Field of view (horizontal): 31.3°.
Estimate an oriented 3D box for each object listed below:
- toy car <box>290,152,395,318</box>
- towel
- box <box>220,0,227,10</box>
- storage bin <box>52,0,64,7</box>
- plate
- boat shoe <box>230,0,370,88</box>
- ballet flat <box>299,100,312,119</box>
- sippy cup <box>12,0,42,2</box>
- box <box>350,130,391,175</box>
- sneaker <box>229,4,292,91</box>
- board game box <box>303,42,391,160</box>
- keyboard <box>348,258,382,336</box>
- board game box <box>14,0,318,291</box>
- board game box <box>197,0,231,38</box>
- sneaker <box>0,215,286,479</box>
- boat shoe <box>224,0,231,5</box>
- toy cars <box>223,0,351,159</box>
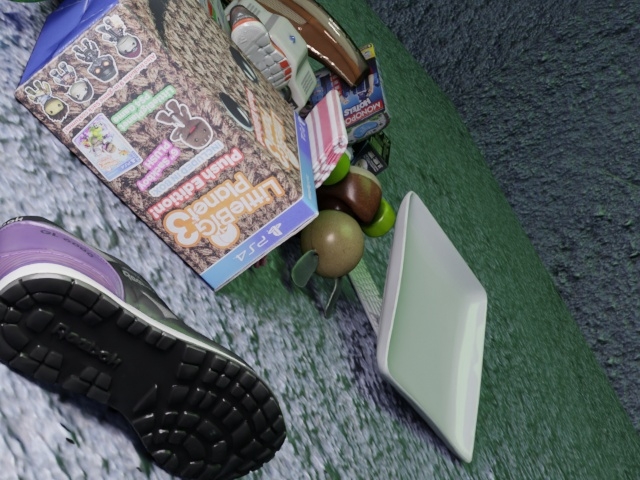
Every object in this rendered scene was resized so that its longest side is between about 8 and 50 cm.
[{"bbox_3d":[0.000,0.000,1.460,0.155,0.149,0.188,46,43,-43],"label":"toy car"},{"bbox_3d":[-0.029,-0.074,1.331,0.029,0.197,0.144,30,24,-20],"label":"towel"},{"bbox_3d":[-0.190,-0.381,1.830,0.162,0.029,0.116,42,19,-34],"label":"box"},{"bbox_3d":[-0.278,-0.334,1.341,0.135,0.091,0.098,60,16,18],"label":"storage bin"},{"bbox_3d":[0.146,0.119,1.531,0.277,0.045,0.278,49,42,-43],"label":"plate"},{"bbox_3d":[-0.062,-0.351,1.817,0.324,0.120,0.122,45,8,7],"label":"boat shoe"},{"bbox_3d":[-0.092,-0.265,1.770,0.221,0.079,0.077,45,6,-31],"label":"ballet flat"},{"bbox_3d":[-0.290,-0.412,1.144,0.224,0.240,0.305,29,34,-45],"label":"sippy cup"},{"bbox_3d":[0.052,-0.188,2.044,0.147,0.077,0.180,51,16,-12],"label":"box"},{"bbox_3d":[-0.082,-0.259,1.533,0.158,0.061,0.065,68,1,-58],"label":"sneaker"},{"bbox_3d":[0.029,-0.194,1.857,0.060,0.194,0.194,36,38,-49],"label":"board game box"},{"bbox_3d":[0.070,0.078,1.645,0.072,0.014,0.256,35,24,-52],"label":"keyboard"},{"bbox_3d":[-0.150,-0.136,1.198,0.291,0.141,0.232,47,17,-25],"label":"board game box"},{"bbox_3d":[-0.159,-0.270,1.400,0.242,0.064,0.317,-100,172,-59],"label":"board game box"},{"bbox_3d":[-0.133,0.075,0.880,0.283,0.107,0.124,44,12,-35],"label":"sneaker"},{"bbox_3d":[-0.163,-0.461,2.015,0.178,0.064,0.060,53,13,-13],"label":"boat shoe"},{"bbox_3d":[-0.029,-0.188,1.647,0.176,0.087,0.394,5,62,-54],"label":"toy cars"}]
